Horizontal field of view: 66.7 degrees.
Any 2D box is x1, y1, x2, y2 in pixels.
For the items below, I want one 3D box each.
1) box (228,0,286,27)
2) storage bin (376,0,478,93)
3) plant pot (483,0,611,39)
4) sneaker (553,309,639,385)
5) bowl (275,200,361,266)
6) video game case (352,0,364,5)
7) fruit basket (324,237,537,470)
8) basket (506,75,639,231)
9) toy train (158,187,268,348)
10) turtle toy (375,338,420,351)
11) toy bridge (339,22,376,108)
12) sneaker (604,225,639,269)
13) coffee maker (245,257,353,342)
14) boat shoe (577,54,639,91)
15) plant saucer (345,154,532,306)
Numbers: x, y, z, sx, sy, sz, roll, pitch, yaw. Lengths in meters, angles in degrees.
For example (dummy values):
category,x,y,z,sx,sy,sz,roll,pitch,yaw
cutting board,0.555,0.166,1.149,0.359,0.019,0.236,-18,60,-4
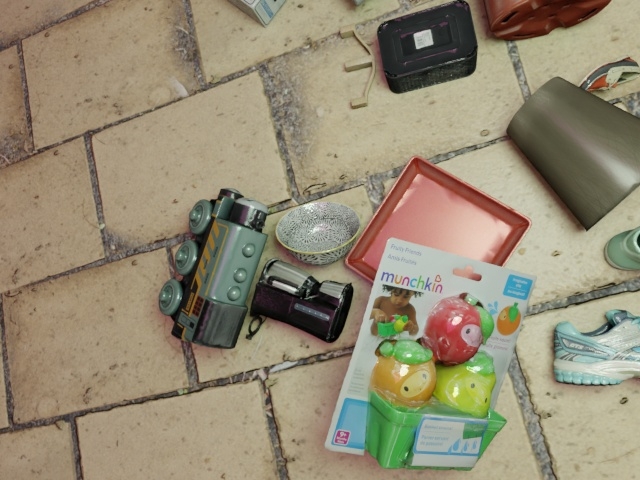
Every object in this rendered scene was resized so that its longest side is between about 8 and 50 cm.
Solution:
category,x,y,z,sx,sy,sz,roll,pitch,yaw
box,-0.104,-0.653,1.089,0.169,0.087,0.290,39,95,16
storage bin,0.213,-0.383,0.971,0.180,0.084,0.122,-11,81,14
plant pot,0.389,-0.525,0.858,0.273,0.272,0.265,-8,90,15
sneaker,0.535,0.173,0.805,0.283,0.110,0.122,-8,78,15
bowl,0.000,0.000,0.974,0.170,0.170,0.080,3,129,16
video game case,0.109,-0.699,0.987,0.329,0.036,0.300,-39,86,5
fruit basket,0.201,0.200,0.800,0.327,0.165,0.353,15,100,-25
basket,0.456,-0.166,0.846,0.204,0.154,0.227,-44,71,9
toy train,-0.206,0.059,0.984,0.190,0.142,0.333,18,87,47
turtle toy,0.135,0.201,0.929,0.130,0.095,0.066,-31,53,10
toy bridge,0.084,-0.377,1.036,0.063,0.026,0.188,-9,81,12
sneaker,0.617,0.007,0.777,0.256,0.151,0.094,-7,80,14
coffee maker,-0.038,0.139,0.978,0.178,0.120,0.171,20,113,18
boat shoe,0.519,-0.293,0.872,0.137,0.049,0.043,-26,73,-21
plant saucer,0.221,0.007,0.943,0.258,0.048,0.259,34,93,17
